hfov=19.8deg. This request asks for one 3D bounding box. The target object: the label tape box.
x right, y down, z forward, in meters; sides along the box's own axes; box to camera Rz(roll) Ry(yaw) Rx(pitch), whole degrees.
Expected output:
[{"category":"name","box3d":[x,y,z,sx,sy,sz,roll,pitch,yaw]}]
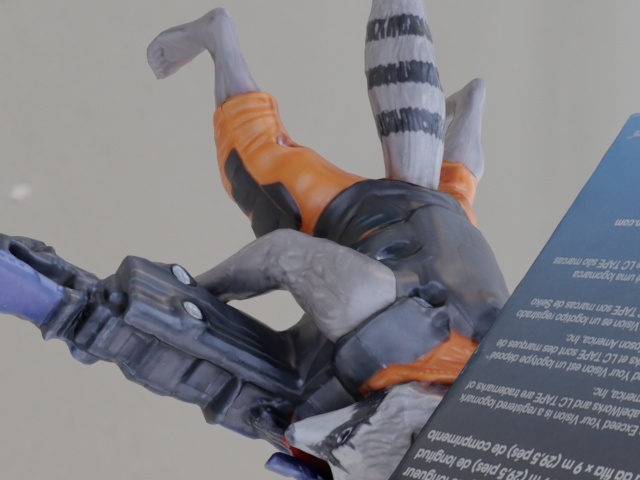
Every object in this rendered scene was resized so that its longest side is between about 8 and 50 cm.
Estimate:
[{"category":"label tape box","box3d":[0.145,0.103,0.711,0.106,0.240,0.333,46,69,-26]}]

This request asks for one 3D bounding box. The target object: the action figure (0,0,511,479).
[{"category":"action figure","box3d":[0.000,0.000,0.914,0.341,0.178,0.330,23,36,-35]}]
